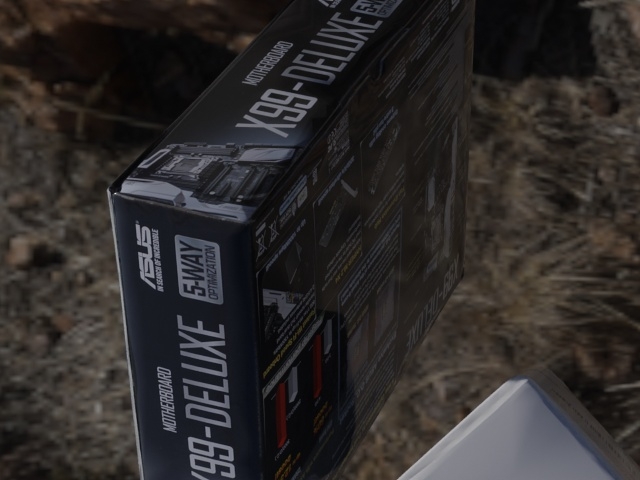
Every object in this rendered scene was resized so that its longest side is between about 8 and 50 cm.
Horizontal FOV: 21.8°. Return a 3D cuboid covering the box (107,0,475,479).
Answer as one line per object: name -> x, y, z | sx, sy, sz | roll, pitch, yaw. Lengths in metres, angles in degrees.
box -> 0.000, 0.000, 0.911 | 0.076, 0.307, 0.242 | 14, 129, 19

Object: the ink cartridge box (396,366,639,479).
ink cartridge box -> 0.138, 0.174, 0.876 | 0.115, 0.273, 0.198 | -43, 81, 5
